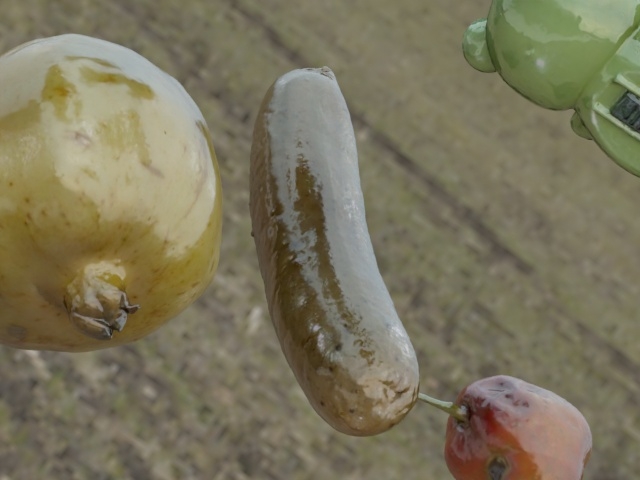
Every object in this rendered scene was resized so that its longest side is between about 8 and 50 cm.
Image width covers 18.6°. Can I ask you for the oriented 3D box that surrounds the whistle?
[{"bbox_3d":[0.225,-0.111,1.341,0.288,0.131,0.106,32,37,-5],"label":"whistle"}]

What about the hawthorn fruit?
[{"bbox_3d":[0.165,0.206,2.171,0.285,0.165,0.165,27,13,-15],"label":"hawthorn fruit"}]

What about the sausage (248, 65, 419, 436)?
[{"bbox_3d":[-0.003,0.001,2.076,0.123,0.136,0.501,56,15,-47],"label":"sausage"}]

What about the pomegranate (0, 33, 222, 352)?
[{"bbox_3d":[-0.251,-0.034,1.931,0.342,0.342,0.342,33,12,-8],"label":"pomegranate"}]
